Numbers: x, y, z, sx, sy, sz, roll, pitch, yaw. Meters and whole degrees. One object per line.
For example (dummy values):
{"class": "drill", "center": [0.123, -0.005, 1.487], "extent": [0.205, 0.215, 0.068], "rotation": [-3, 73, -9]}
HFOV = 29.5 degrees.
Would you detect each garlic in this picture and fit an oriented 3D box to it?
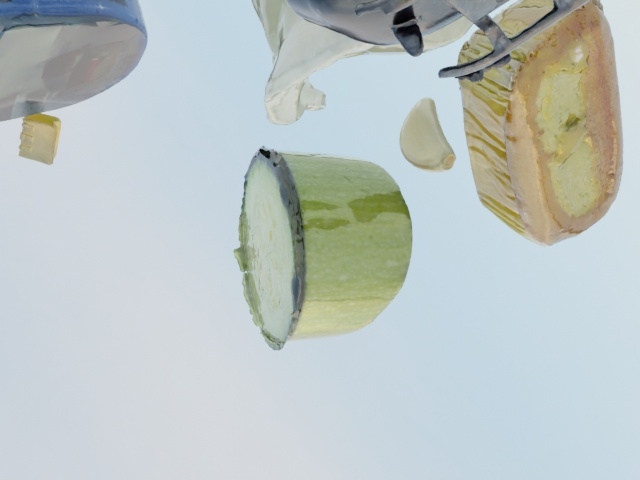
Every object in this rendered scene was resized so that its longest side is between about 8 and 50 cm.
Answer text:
{"class": "garlic", "center": [0.105, -0.097, 1.198], "extent": [0.041, 0.053, 0.083], "rotation": [20, -143, -43]}

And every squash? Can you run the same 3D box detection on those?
{"class": "squash", "center": [-0.013, 0.006, 1.314], "extent": [0.133, 0.220, 0.220], "rotation": [-3, -122, -27]}

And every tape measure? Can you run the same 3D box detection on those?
{"class": "tape measure", "center": [-0.380, -0.300, 1.717], "extent": [0.262, 0.259, 0.138], "rotation": [-16, -105, -30]}

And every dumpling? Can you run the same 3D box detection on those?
{"class": "dumpling", "center": [0.044, -0.222, 0.855], "extent": [0.187, 0.318, 0.243], "rotation": [37, -155, -15]}

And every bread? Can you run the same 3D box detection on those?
{"class": "bread", "center": [0.239, -0.127, 1.290], "extent": [0.119, 0.152, 0.288], "rotation": [35, 155, 38]}

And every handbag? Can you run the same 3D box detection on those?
{"class": "handbag", "center": [-0.447, -0.162, 1.925], "extent": [0.061, 0.083, 0.027], "rotation": [15, -141, -6]}

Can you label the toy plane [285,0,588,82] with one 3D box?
{"class": "toy plane", "center": [0.102, -0.202, 0.548], "extent": [0.106, 0.382, 0.155], "rotation": [17, -136, -58]}
